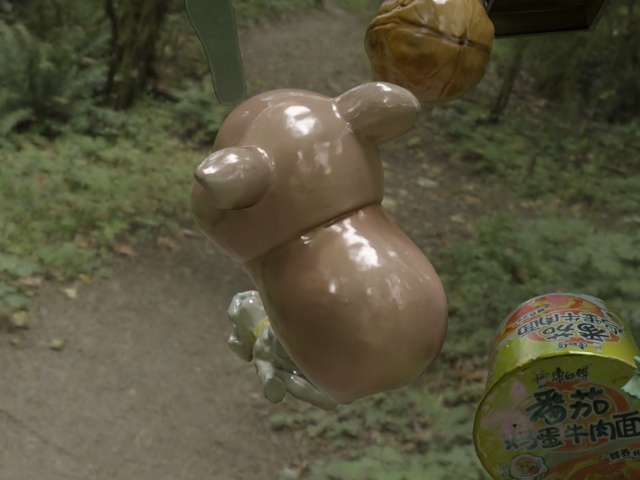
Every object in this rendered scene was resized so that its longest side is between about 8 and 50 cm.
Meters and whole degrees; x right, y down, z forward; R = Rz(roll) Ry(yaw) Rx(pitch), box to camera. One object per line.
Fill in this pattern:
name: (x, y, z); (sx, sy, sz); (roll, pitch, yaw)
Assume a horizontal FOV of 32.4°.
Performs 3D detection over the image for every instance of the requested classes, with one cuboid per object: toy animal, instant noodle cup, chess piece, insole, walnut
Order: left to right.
insole: (-0.107, -0.210, 1.136); (0.053, 0.152, 0.002); (-24, 28, -25)
toy animal: (-0.020, 0.134, 1.355); (0.184, 0.104, 0.185); (15, 5, -30)
toy animal: (0.000, 0.000, 1.102); (0.237, 0.269, 0.326); (-23, 51, -21)
walnut: (0.124, -0.228, 1.282); (0.144, 0.144, 0.180); (11, -7, -22)
instant noodle cup: (0.337, 0.204, 1.512); (0.264, 0.264, 0.200); (16, 30, -2)
chess piece: (0.291, 0.101, 0.960); (0.042, 0.093, 0.042); (21, 4, -1)

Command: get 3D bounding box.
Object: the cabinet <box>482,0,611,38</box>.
cabinet: (0.274, -0.392, 1.374); (0.148, 0.215, 0.175); (-5, -19, -6)
